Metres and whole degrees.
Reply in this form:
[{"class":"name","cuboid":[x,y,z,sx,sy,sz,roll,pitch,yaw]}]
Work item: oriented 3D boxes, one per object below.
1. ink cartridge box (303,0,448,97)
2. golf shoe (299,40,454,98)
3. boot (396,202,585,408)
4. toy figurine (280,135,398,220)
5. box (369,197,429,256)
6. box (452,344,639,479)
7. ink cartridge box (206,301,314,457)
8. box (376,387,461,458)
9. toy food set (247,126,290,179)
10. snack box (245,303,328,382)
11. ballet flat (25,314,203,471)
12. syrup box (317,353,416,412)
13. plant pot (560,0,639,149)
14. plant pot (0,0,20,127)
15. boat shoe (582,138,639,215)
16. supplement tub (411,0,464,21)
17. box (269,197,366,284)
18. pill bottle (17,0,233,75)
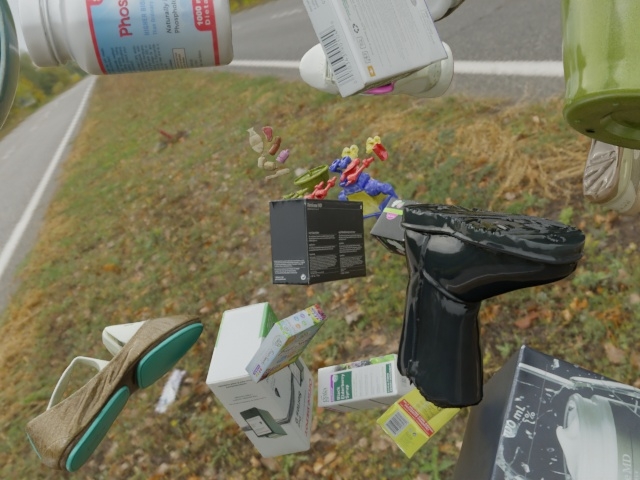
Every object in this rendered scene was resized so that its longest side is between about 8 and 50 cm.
[{"class":"ink cartridge box","cuboid":[0.054,-0.285,0.770,0.045,0.206,0.208,-18,8,41]},{"class":"golf shoe","cuboid":[0.065,-0.295,1.103,0.306,0.115,0.140,11,18,40]},{"class":"boot","cuboid":[0.161,0.075,0.675,0.094,0.207,0.246,-6,11,-26]},{"class":"toy figurine","cuboid":[0.081,-0.102,1.743,0.362,0.217,0.191,-15,35,53]},{"class":"box","cuboid":[0.120,-0.014,0.872,0.083,0.052,0.062,15,69,52]},{"class":"box","cuboid":[0.460,0.507,1.090,0.471,0.297,0.480,20,58,7]},{"class":"ink cartridge box","cuboid":[-0.122,0.316,1.489,0.121,0.289,0.211,-15,37,16]},{"class":"box","cuboid":[0.191,0.309,1.204,0.058,0.087,0.232,-52,-21,23]},{"class":"toy food set","cuboid":[-0.110,-0.199,1.467,0.077,0.122,0.019,-17,-3,5]},{"class":"snack box","cuboid":[-0.059,0.176,1.123,0.100,0.037,0.141,-22,-27,-46]},{"class":"ballet flat","cuboid":[-0.338,0.215,1.080,0.124,0.116,0.342,30,50,13]},{"class":"syrup box","cuboid":[0.108,0.339,1.553,0.236,0.096,0.093,-19,59,37]},{"class":"plant pot","cuboid":[0.493,-0.321,0.919,0.366,0.366,0.353,5,80,55]},{"class":"plant pot","cuboid":[-0.418,-0.179,0.624,0.290,0.290,0.195,-28,11,-3]},{"class":"boat shoe","cuboid":[0.612,-0.215,1.316,0.121,0.110,0.341,-14,57,68]},{"class":"supplement tub","cuboid":[0.278,-0.607,1.309,0.338,0.207,0.207,-46,26,-21]},{"class":"box","cuboid":[0.000,0.000,1.501,0.103,0.185,0.261,0,1,31]},{"class":"pill bottle","cuboid":[-0.155,-0.183,0.545,0.160,0.087,0.087,-7,19,-8]}]
